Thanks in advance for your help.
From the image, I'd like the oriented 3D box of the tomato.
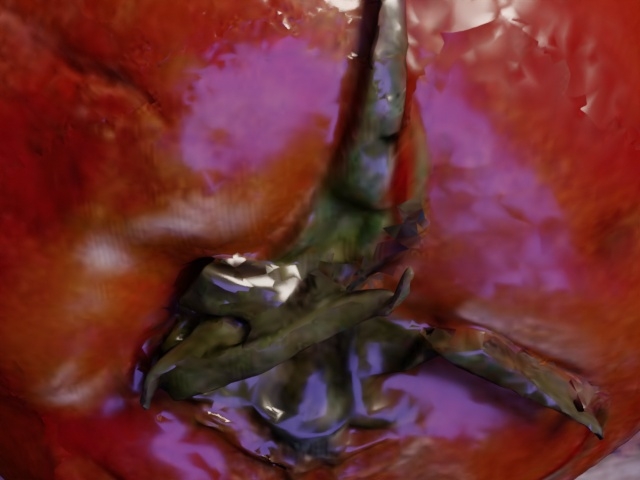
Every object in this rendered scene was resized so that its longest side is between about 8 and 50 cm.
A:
[{"bbox_3d":[0.002,0.003,0.377,0.228,0.101,0.228,-4,129,-5],"label":"tomato"}]
